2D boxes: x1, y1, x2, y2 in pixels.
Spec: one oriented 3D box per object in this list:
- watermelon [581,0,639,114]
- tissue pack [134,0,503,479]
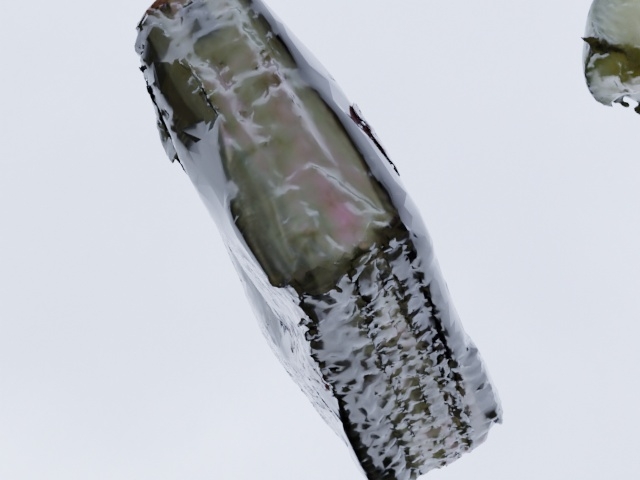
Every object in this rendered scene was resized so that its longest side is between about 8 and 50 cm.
[{"bbox_3d":[0.269,-0.101,0.941,0.301,0.129,0.123,3,-75,-8],"label":"watermelon"},{"bbox_3d":[0.000,0.000,1.167,0.123,0.245,0.332,-29,-32,-4],"label":"tissue pack"}]
